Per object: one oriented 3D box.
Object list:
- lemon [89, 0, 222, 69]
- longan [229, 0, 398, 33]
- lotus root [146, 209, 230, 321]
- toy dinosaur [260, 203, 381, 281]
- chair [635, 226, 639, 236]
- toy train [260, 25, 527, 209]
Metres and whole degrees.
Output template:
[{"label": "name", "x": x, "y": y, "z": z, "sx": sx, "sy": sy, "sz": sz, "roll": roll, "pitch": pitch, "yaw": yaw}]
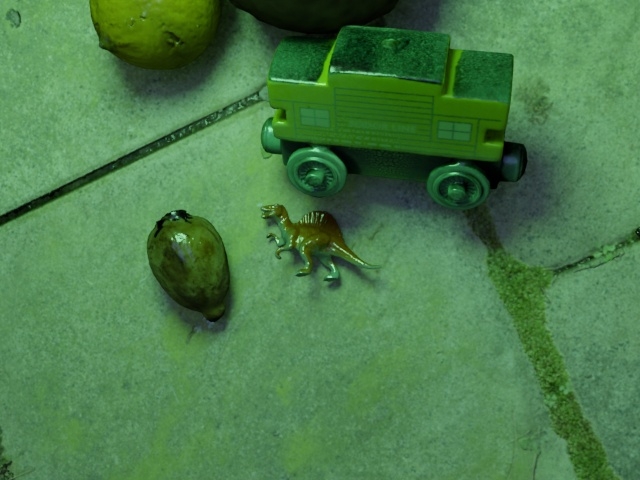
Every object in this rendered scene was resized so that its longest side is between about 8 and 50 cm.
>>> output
[{"label": "lemon", "x": -0.283, "y": -0.427, "z": 1.343, "sx": 0.228, "sy": 0.228, "sz": 0.253, "roll": 15, "pitch": 90, "yaw": 10}, {"label": "longan", "x": -0.015, "y": -0.524, "z": 1.221, "sx": 0.391, "sy": 0.391, "sz": 0.391, "roll": 0, "pitch": 89, "yaw": 10}, {"label": "lotus root", "x": -0.227, "y": 0.048, "z": 1.378, "sx": 0.138, "sy": 0.138, "sz": 0.214, "roll": -28, "pitch": 96, "yaw": 8}, {"label": "toy dinosaur", "x": -0.002, "y": 0.000, "z": 1.382, "sx": 0.212, "sy": 0.057, "sz": 0.142, "roll": -1, "pitch": 69, "yaw": -2}, {"label": "chair", "x": 0.659, "y": -0.049, "z": 1.215, "sx": 0.270, "sy": 0.147, "sz": 0.136, "roll": -38, "pitch": 83, "yaw": 8}, {"label": "toy train", "x": 0.114, "y": -0.199, "z": 1.233, "sx": 0.442, "sy": 0.272, "sz": 0.179, "roll": 7, "pitch": 48, "yaw": 10}]
